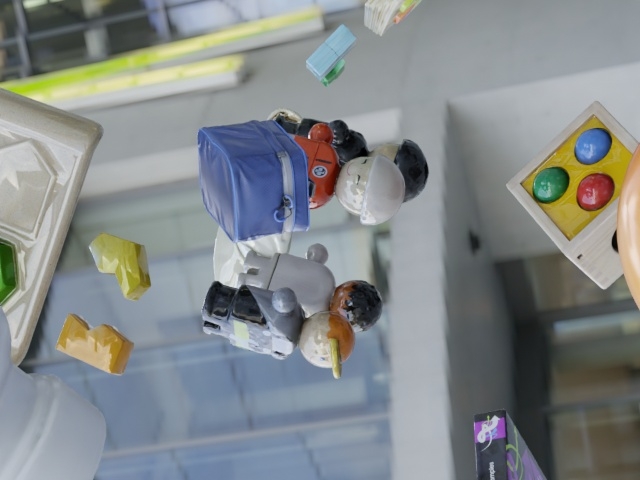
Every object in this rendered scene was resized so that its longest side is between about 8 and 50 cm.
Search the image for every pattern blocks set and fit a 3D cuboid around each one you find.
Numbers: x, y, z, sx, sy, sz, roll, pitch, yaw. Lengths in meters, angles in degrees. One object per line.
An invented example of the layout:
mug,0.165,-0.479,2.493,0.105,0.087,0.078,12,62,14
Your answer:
pattern blocks set,0.110,-0.253,1.424,0.026,0.325,0.285,45,-171,1

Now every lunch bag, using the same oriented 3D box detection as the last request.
lunch bag,-0.041,-0.043,1.137,0.098,0.065,0.067,-131,35,-56

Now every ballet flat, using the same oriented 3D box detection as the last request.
ballet flat,-0.060,-0.039,1.821,0.086,0.086,0.248,56,-140,-57

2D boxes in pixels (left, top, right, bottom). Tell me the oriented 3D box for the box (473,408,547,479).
box,0.148,0.223,1.214,0.116,0.029,0.162,57,-153,-45

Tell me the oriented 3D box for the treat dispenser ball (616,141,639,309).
treat dispenser ball,0.388,-0.012,1.336,0.288,0.288,0.288,-10,-90,-75

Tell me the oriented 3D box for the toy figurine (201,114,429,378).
toy figurine,0.000,0.000,1.421,0.213,0.148,0.209,-39,-38,-78

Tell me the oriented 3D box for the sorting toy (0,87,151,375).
sorting toy,-0.271,-0.010,1.390,0.041,0.307,0.229,23,-93,-62

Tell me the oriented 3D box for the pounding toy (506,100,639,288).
pounding toy,0.317,-0.059,1.612,0.094,0.206,0.181,37,-167,-43

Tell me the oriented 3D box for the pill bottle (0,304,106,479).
pill bottle,-0.320,0.070,0.977,0.363,0.210,0.210,41,-148,-20
